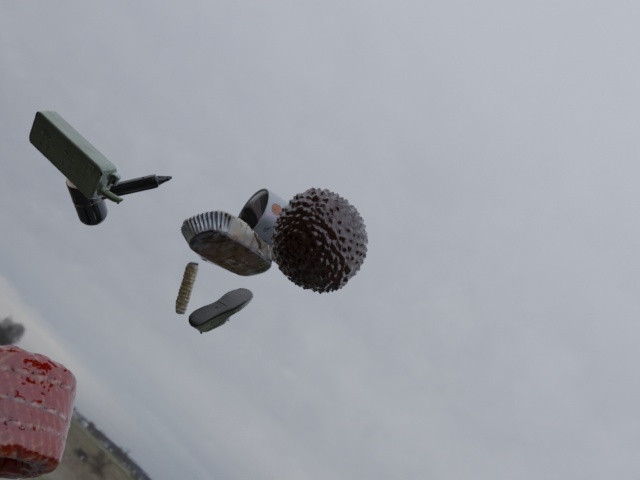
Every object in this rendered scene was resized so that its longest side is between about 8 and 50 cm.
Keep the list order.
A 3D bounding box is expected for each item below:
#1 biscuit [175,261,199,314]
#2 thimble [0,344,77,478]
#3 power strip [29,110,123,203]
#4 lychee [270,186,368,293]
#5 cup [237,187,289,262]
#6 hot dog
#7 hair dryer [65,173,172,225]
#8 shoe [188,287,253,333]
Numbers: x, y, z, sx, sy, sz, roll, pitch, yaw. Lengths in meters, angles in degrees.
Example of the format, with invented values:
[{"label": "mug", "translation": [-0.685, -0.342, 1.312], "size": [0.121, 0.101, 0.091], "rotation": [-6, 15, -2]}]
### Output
[{"label": "biscuit", "translation": [-0.548, 0.191, 2.130], "size": [0.055, 0.219, 0.061], "rotation": [12, -6, 12]}, {"label": "thimble", "translation": [-0.730, 0.377, 1.140], "size": [0.350, 0.231, 0.350], "rotation": [-1, -36, 0]}, {"label": "power strip", "translation": [-0.561, -0.185, 1.215], "size": [0.288, 0.053, 0.093], "rotation": [41, -64, 12]}, {"label": "lychee", "translation": [0.000, 0.000, 1.394], "size": [0.275, 0.276, 0.304], "rotation": [22, -31, 28]}, {"label": "cup", "translation": [-0.122, -0.017, 1.861], "size": [0.317, 0.212, 0.212], "rotation": [32, -23, -28]}, {"label": "hot dog", "translation": [-0.207, 0.010, 1.174], "size": [0.144, 0.075, 0.268], "rotation": [-18, -28, 15]}, {"label": "hair dryer", "translation": [-0.712, -0.174, 1.896], "size": [0.189, 0.352, 0.107], "rotation": [96, -27, -45]}, {"label": "shoe", "translation": [-0.393, 0.287, 2.114], "size": [0.103, 0.275, 0.098], "rotation": [56, -13, 41]}]
